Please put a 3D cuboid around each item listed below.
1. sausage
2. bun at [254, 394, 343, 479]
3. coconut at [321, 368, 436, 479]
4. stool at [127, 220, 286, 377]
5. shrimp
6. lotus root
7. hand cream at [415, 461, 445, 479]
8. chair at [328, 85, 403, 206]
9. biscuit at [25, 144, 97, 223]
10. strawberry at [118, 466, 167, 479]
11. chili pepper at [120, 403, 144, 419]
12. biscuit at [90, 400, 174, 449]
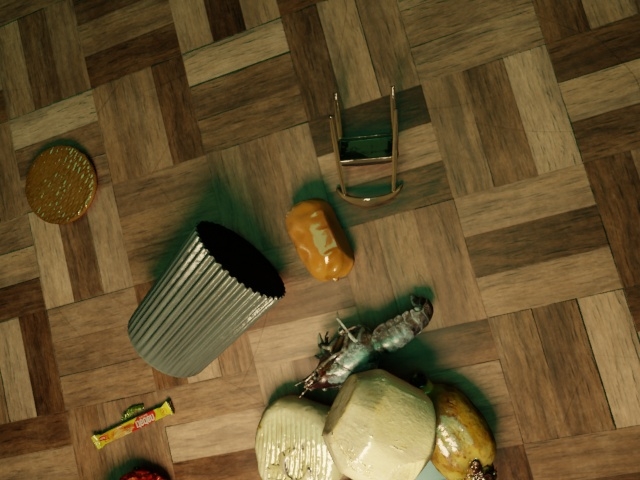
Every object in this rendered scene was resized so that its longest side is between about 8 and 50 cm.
[{"bbox_3d":[0.000,0.000,1.100,0.136,0.120,0.241,-32,83,23],"label":"sausage"},{"bbox_3d":[-0.047,0.552,1.071,0.273,0.168,0.272,-4,79,20],"label":"bun"},{"bbox_3d":[0.145,0.441,0.925,0.247,0.245,0.244,31,94,-1],"label":"coconut"},{"bbox_3d":[-0.309,0.164,1.073,0.297,0.297,0.330,44,99,9],"label":"stool"},{"bbox_3d":[0.111,0.275,1.056,0.411,0.166,0.221,-28,110,14],"label":"shrimp"},{"bbox_3d":[0.329,0.473,1.012,0.169,0.141,0.314,-31,73,6],"label":"lotus root"},{"bbox_3d":[0.199,0.638,1.079,0.313,0.070,0.111,-24,82,1],"label":"hand cream"},{"bbox_3d":[0.123,-0.247,1.074,0.188,0.166,0.272,-2,130,10],"label":"chair"},{"bbox_3d":[-0.841,-0.181,1.308,0.262,0.037,0.261,0,87,11],"label":"biscuit"},{"bbox_3d":[-0.546,0.803,1.113,0.261,0.258,0.260,-1,87,23],"label":"strawberry"},{"bbox_3d":[-0.583,0.529,1.242,0.083,0.022,0.027,-30,82,4],"label":"chili pepper"},{"bbox_3d":[-0.576,0.567,1.236,0.292,0.026,0.048,-27,87,8],"label":"biscuit"}]
